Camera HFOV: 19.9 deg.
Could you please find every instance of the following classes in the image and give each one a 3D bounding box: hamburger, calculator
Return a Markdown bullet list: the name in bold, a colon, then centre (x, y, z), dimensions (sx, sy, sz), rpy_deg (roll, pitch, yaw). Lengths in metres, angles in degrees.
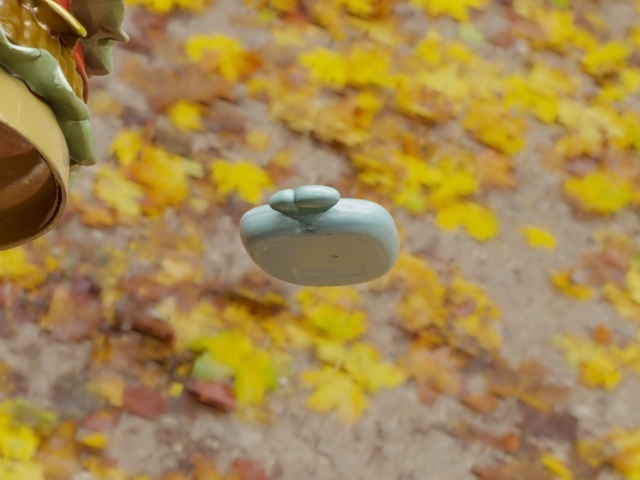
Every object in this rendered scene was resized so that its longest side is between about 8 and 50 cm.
- **hamburger**: centre (-0.259, -0.133, 1.151), dimensions (0.274, 0.274, 0.212), rpy_deg (14, 61, -11)
- **calculator**: centre (0.000, 0.000, 1.122), dimensions (0.095, 0.153, 0.021), rpy_deg (-4, 72, 8)
